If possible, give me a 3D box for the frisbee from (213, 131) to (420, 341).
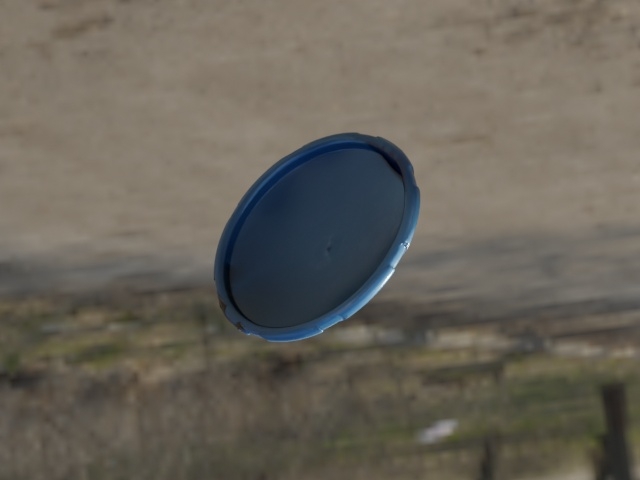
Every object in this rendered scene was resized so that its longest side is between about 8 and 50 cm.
[{"bbox_3d":[0.000,0.000,1.971,0.242,0.242,0.045,-12,143,31],"label":"frisbee"}]
